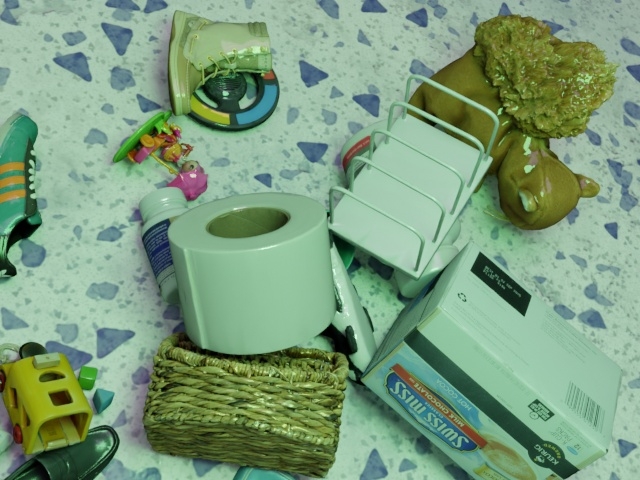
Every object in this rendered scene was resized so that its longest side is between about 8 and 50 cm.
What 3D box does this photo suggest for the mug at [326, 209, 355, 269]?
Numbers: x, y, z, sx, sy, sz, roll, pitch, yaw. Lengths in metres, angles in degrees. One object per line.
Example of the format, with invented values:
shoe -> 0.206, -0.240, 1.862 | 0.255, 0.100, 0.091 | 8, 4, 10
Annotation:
mug -> -0.005, 0.008, 1.488 | 0.157, 0.097, 0.130 | 14, 85, -38

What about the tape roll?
tape roll -> -0.102, 0.044, 1.242 | 0.246, 0.169, 0.246 | -6, 23, 2

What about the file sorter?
file sorter -> 0.160, -0.116, 1.377 | 0.192, 0.173, 0.278 | 30, 70, 13

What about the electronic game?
electronic game -> -0.195, -0.321, 1.643 | 0.229, 0.048, 0.229 | 8, 60, -14

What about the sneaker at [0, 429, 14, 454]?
sneaker -> -0.536, 0.255, 1.208 | 0.191, 0.071, 0.083 | 49, 46, 7

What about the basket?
basket -> -0.108, 0.217, 1.248 | 0.299, 0.213, 0.223 | 9, 58, 2

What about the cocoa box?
cocoa box -> 0.289, 0.226, 1.352 | 0.347, 0.228, 0.231 | 41, 37, 0

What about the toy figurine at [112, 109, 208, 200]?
toy figurine -> -0.274, -0.146, 1.503 | 0.159, 0.130, 0.173 | 45, 32, -7

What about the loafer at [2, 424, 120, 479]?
loafer -> -0.396, 0.347, 1.188 | 0.223, 0.078, 0.076 | -31, 76, -30

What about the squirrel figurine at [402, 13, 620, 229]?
squirrel figurine -> 0.396, -0.223, 1.583 | 0.280, 0.397, 0.371 | -7, 56, -27

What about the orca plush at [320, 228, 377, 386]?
orca plush -> 0.016, 0.133, 1.407 | 0.151, 0.102, 0.287 | -78, 146, -62

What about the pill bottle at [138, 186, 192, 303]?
pill bottle -> -0.251, 0.006, 1.405 | 0.111, 0.112, 0.187 | -15, 68, -25

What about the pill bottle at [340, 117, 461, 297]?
pill bottle -> 0.164, -0.060, 1.544 | 0.176, 0.176, 0.319 | -8, 65, -22

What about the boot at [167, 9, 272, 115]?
boot -> -0.195, -0.344, 1.572 | 0.203, 0.095, 0.262 | 4, 51, -10

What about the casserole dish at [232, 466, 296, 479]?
casserole dish -> -0.100, 0.430, 1.267 | 0.114, 0.037, 0.188 | 28, 58, -2

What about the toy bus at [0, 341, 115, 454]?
toy bus -> -0.416, 0.214, 1.199 | 0.202, 0.104, 0.191 | 24, 32, -5

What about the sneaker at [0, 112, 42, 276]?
sneaker -> -0.523, -0.073, 1.367 | 0.121, 0.108, 0.302 | 17, 66, -10
